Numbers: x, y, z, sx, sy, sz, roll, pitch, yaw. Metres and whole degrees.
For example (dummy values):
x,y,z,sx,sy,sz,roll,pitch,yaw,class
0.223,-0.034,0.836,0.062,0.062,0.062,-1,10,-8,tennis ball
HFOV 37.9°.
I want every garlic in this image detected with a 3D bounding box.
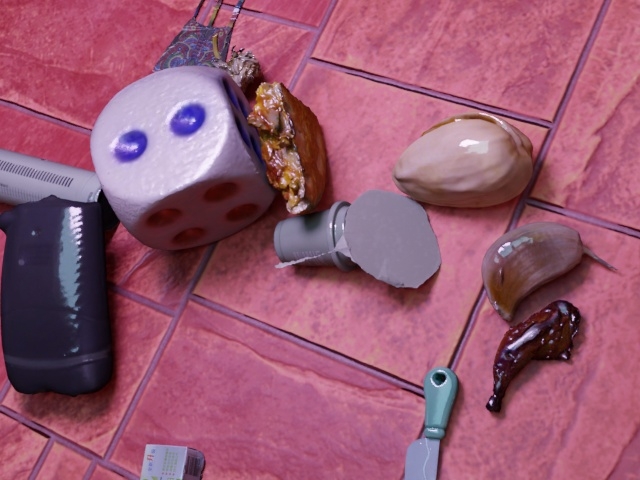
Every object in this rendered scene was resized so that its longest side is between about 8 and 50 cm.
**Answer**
x,y,z,sx,sy,sz,roll,pitch,yaw,class
0.345,0.033,1.464,0.198,0.090,0.128,-25,79,0,garlic

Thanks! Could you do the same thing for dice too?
x,y,z,sx,sy,sz,roll,pitch,yaw,class
-0.228,-0.139,1.611,0.251,0.259,0.243,-24,66,6,dice

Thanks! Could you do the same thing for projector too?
x,y,z,sx,sy,sz,roll,pitch,yaw,class
-0.533,-0.104,1.777,0.338,0.108,0.108,14,74,22,projector

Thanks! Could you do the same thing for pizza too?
x,y,z,sx,sy,sz,roll,pitch,yaw,class
-0.060,-0.168,1.561,0.081,0.228,0.289,-15,37,14,pizza

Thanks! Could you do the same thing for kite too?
x,y,z,sx,sy,sz,roll,pitch,yaw,class
-0.217,-0.431,1.857,0.152,0.015,0.285,19,79,20,kite

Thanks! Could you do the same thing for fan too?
x,y,z,sx,sy,sz,roll,pitch,yaw,class
0.059,0.010,1.488,0.310,0.010,0.182,-12,71,-31,fan

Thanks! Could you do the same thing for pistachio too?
x,y,z,sx,sy,sz,roll,pitch,yaw,class
0.233,-0.128,1.527,0.230,0.157,0.157,-7,67,29,pistachio

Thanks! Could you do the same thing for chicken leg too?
x,y,z,sx,sy,sz,roll,pitch,yaw,class
0.317,0.171,1.430,0.205,0.053,0.093,-38,77,5,chicken leg

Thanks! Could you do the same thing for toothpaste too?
x,y,z,sx,sy,sz,roll,pitch,yaw,class
-0.255,0.497,1.476,0.081,0.067,0.336,-1,69,21,toothpaste

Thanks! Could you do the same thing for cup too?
x,y,z,sx,sy,sz,roll,pitch,yaw,class
0.000,0.000,1.568,0.141,0.120,0.120,-10,66,28,cup

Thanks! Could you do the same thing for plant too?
x,y,z,sx,sy,sz,roll,pitch,yaw,class
-0.176,-0.322,1.738,0.116,0.104,0.122,-40,103,8,plant

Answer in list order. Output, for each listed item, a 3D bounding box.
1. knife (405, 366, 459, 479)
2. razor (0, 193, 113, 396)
x,y,z,sx,sy,sz,roll,pitch,yaw,class
0.163,0.321,1.431,0.063,0.034,0.260,7,75,24,knife
-0.463,0.096,1.625,0.205,0.113,0.348,-5,88,20,razor
